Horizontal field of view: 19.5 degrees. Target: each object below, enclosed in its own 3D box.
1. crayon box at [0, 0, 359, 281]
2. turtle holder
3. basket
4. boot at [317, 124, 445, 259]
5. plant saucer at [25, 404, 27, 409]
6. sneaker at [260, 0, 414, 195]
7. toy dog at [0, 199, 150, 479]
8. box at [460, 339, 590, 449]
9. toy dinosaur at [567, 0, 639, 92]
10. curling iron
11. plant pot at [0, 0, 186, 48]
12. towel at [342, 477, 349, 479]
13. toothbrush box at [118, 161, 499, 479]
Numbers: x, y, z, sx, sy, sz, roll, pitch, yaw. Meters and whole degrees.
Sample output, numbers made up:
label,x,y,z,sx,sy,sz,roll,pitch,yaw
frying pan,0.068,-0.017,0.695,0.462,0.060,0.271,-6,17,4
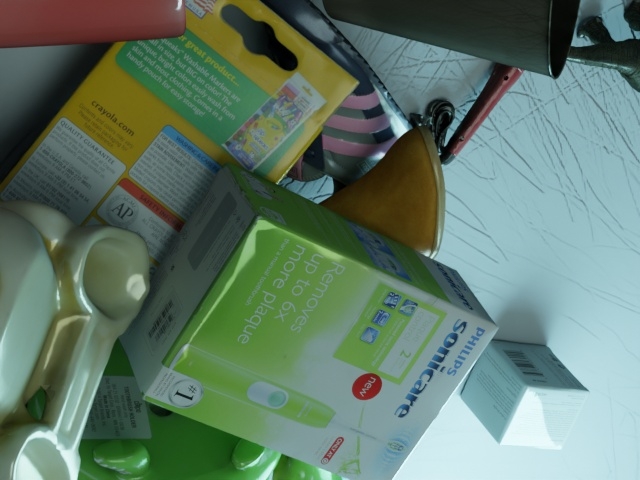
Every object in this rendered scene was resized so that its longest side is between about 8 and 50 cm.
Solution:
label,x,y,z,sx,sy,sz,roll,pitch,yaw
crayon box,-0.142,-0.093,1.766,0.203,0.083,0.323,39,99,-10
turtle holder,-0.152,0.214,1.897,0.320,0.243,0.227,-22,142,-39
basket,0.125,-0.262,1.753,0.154,0.227,0.204,52,49,-68
boot,0.000,0.000,1.849,0.211,0.104,0.295,-6,147,-14
plant saucer,-0.403,0.183,1.879,0.310,0.050,0.311,-15,127,-20
sneaker,0.000,-0.127,1.857,0.131,0.112,0.319,-39,129,-1
toy dog,-0.413,0.070,1.600,0.395,0.408,0.285,36,67,-71
box,0.240,0.182,2.192,0.102,0.101,0.087,9,115,-33
toy dinosaur,0.374,-0.189,1.990,0.313,0.160,0.121,26,105,-38
curling iron,0.192,-0.186,1.973,0.274,0.035,0.068,-47,130,6
plant pot,-0.257,-0.276,1.539,0.243,0.275,0.275,-12,125,-8
towel,-0.022,0.139,2.065,0.370,0.040,0.271,21,107,-35
toothbrush box,-0.013,0.085,1.746,0.283,0.122,0.206,25,107,-30
